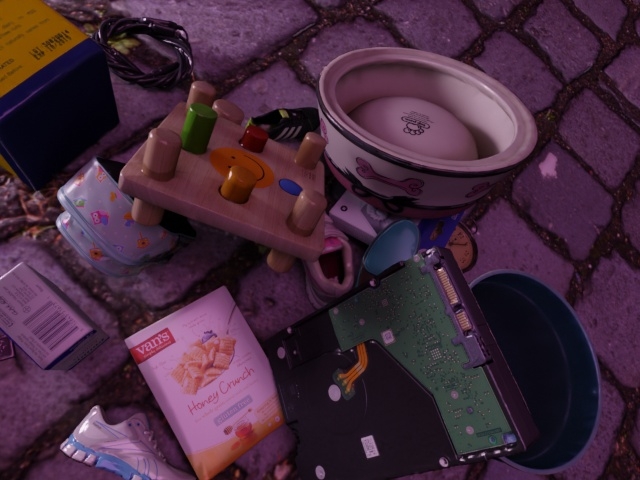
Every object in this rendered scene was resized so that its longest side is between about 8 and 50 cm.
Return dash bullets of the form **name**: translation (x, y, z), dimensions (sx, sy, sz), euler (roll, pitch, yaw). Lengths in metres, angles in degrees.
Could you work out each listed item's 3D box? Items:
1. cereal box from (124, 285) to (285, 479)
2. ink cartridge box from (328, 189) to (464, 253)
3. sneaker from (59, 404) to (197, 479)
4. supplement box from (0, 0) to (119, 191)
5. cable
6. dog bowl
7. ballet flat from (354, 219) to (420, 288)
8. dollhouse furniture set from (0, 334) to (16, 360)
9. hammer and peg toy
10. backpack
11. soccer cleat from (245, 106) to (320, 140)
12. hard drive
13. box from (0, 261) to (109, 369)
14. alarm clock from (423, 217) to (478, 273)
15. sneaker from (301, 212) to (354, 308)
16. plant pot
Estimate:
- **cereal box**: translation (-0.169, 0.216, 0.643), dimensions (0.173, 0.047, 0.240), euler (-30, 84, -27)
- **ink cartridge box**: translation (0.165, -0.068, 0.816), dimensions (0.223, 0.045, 0.223), euler (29, 61, 14)
- **sneaker**: translation (-0.256, 0.294, 0.577), dimensions (0.190, 0.071, 0.083), euler (29, 59, -8)
- **supplement box**: translation (-0.523, -0.281, 0.607), dimensions (0.356, 0.195, 0.194), euler (38, 64, -5)
- **cable**: translation (-0.343, -0.362, 0.787), dimensions (0.184, 0.047, 0.151), euler (-1, 77, -22)
- **dog bowl**: translation (0.184, -0.211, 0.793), dimensions (0.407, 0.150, 0.408), euler (6, 49, -6)
- **ballet flat**: translation (0.099, 0.077, 0.706), dimensions (0.083, 0.087, 0.247), euler (24, 71, 11)
- **dollhouse furniture set**: translation (-0.485, 0.114, 0.548), dimensions (0.090, 0.081, 0.114), euler (-13, 77, -23)
- **hammer and peg toy**: translation (-0.104, -0.127, 0.620), dimensions (0.265, 0.127, 0.361), euler (21, 34, -14)
- **backpack**: translation (-0.293, -0.033, 0.607), dimensions (0.144, 0.188, 0.166), euler (-40, 90, -10)
- **soccer cleat**: translation (-0.066, -0.238, 0.820), dimensions (0.178, 0.072, 0.060), euler (-23, 81, -25)
- **hard drive**: translation (0.073, 0.187, 0.552), dimensions (0.064, 0.339, 0.237), euler (6, 56, -47)
- **box**: translation (-0.373, 0.110, 0.558), dimensions (0.126, 0.137, 0.072), euler (45, 65, 0)
- **alarm clock**: translation (0.273, 0.007, 0.860), dimensions (0.192, 0.064, 0.129), euler (-33, 81, -27)
- **sneaker**: translation (0.000, 0.000, 0.741), dimensions (0.102, 0.111, 0.252), euler (-22, 80, -24)
- **plant pot**: translation (0.248, 0.212, 0.675), dimensions (0.271, 0.255, 0.272), euler (7, 68, -19)
